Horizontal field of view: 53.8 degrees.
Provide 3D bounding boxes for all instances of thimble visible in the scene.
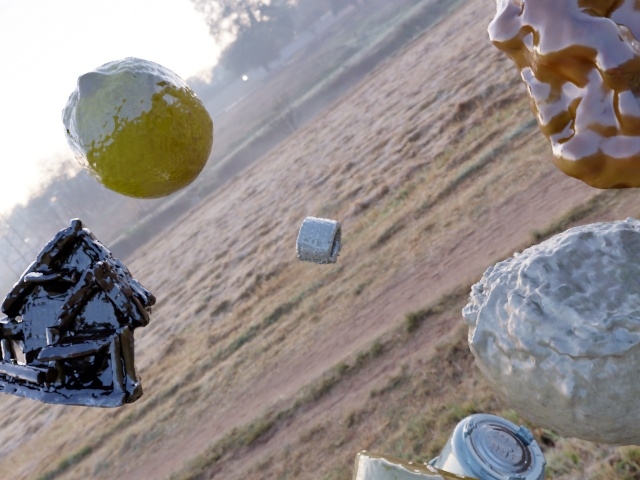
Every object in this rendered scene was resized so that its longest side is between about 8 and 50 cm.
[{"bbox_3d":[0.000,0.000,1.510,0.090,0.102,0.115,10,56,12],"label":"thimble"}]

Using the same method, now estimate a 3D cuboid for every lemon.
[{"bbox_3d":[-0.257,-0.156,0.902,0.192,0.231,0.192,-15,58,26],"label":"lemon"}]

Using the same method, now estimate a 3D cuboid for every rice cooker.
[{"bbox_3d":[0.414,0.613,1.618,0.316,0.317,0.264,-34,34,13],"label":"rice cooker"}]

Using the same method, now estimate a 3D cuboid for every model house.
[{"bbox_3d":[-0.424,0.105,1.042,0.297,0.283,0.317,3,-3,-14],"label":"model house"}]

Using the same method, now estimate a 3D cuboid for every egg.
[{"bbox_3d":[0.328,0.106,0.734,0.310,0.279,0.279,-10,22,19],"label":"egg"}]

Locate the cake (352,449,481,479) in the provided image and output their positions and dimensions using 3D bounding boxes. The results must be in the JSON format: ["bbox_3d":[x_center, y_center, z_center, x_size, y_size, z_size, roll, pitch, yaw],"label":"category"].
[{"bbox_3d":[0.185,0.586,1.179,0.332,0.332,0.321,-14,57,59],"label":"cake"}]

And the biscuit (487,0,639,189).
[{"bbox_3d":[0.279,-0.201,0.534,0.312,0.318,0.110,-11,-14,-30],"label":"biscuit"}]
